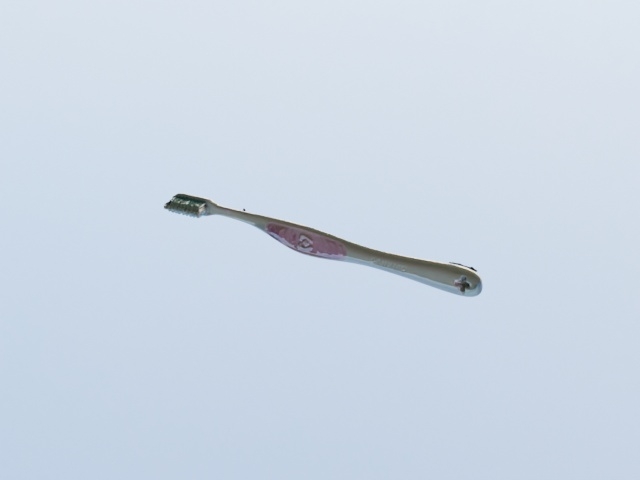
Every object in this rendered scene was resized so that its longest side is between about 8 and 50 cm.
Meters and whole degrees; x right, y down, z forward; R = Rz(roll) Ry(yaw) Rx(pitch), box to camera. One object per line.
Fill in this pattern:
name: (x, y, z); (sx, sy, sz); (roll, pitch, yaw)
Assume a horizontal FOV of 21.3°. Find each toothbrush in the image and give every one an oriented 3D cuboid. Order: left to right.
toothbrush: (0.000, 0.000, 0.974); (0.204, 0.017, 0.022); (15, -153, 24)
